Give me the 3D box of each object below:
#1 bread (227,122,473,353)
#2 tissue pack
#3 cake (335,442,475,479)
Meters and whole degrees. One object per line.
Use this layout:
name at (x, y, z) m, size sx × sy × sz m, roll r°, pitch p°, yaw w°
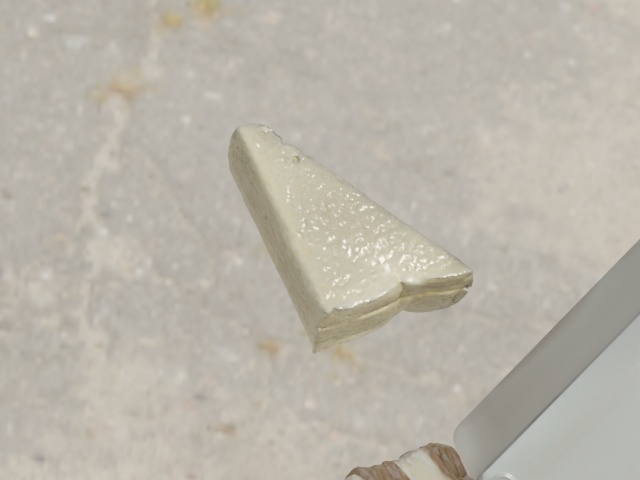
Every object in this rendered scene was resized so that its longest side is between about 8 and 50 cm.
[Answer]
bread at (0.015, -0.013, 1.173) m, size 0.105 × 0.077 × 0.152 m, roll -19°, pitch 72°, yaw -17°
tissue pack at (0.226, 0.108, 1.170) m, size 0.159 × 0.246 × 0.136 m, roll 44°, pitch 4°, yaw -5°
cake at (0.015, 0.147, 0.559) m, size 0.135 × 0.134 × 0.147 m, roll 53°, pitch 7°, yaw 14°
